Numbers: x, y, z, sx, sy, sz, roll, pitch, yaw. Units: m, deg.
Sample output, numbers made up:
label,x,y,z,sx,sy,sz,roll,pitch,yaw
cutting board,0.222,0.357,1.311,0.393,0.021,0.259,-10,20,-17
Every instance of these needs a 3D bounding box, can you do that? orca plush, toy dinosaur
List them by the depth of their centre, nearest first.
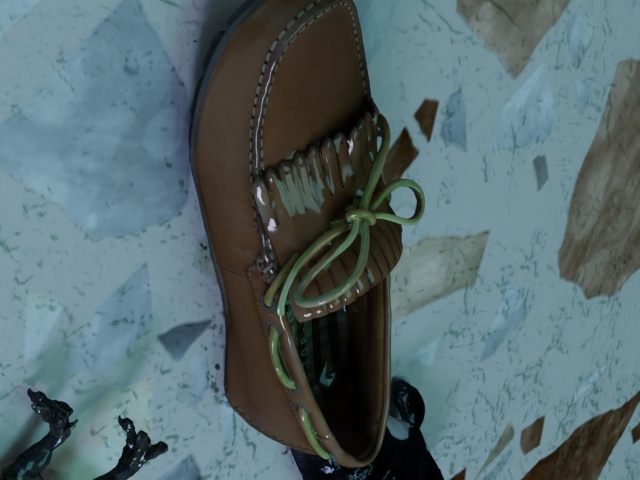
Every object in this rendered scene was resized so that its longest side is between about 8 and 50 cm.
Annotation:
label,x,y,z,sx,sy,sz,roll,pitch,yaw
toy dinosaur,-0.168,0.164,1.137,0.268,0.064,0.118,13,110,-59
orca plush,0.060,0.183,1.421,0.151,0.102,0.287,-46,145,-22

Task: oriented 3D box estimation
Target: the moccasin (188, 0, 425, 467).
label,x,y,z,sx,sy,sz,roll,pitch,yaw
moccasin,-0.002,0.001,1.153,0.139,0.147,0.380,-30,136,-37
